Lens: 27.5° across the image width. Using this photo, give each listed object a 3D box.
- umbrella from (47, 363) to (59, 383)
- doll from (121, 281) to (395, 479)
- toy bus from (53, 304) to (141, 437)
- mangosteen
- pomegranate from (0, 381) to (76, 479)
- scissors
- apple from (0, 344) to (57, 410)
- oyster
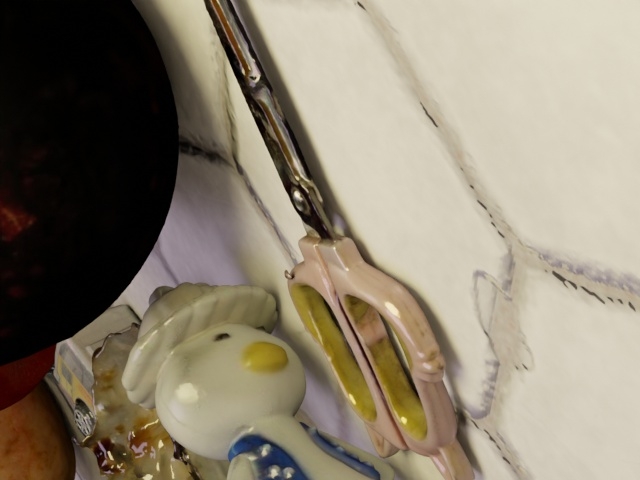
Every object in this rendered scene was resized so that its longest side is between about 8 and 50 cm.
[{"bbox_3d":[-0.281,0.189,1.577,0.044,0.044,0.269,-20,111,41],"label":"umbrella"},{"bbox_3d":[-0.030,0.135,0.840,0.293,0.138,0.119,52,137,28],"label":"doll"},{"bbox_3d":[-0.147,0.173,1.195,0.268,0.092,0.106,47,146,28],"label":"toy bus"},{"bbox_3d":[-0.227,-0.076,0.836,0.297,0.313,0.297,11,130,13],"label":"mangosteen"},{"bbox_3d":[-0.550,0.313,1.800,0.411,0.411,0.411,46,154,30],"label":"pomegranate"},{"bbox_3d":[0.000,0.000,0.744,0.160,0.024,0.317,10,128,63],"label":"scissors"},{"bbox_3d":[-0.372,0.057,1.304,0.216,0.260,0.260,23,145,17],"label":"apple"},{"bbox_3d":[-0.057,0.199,0.976,0.337,0.133,0.198,44,151,28],"label":"oyster"}]
